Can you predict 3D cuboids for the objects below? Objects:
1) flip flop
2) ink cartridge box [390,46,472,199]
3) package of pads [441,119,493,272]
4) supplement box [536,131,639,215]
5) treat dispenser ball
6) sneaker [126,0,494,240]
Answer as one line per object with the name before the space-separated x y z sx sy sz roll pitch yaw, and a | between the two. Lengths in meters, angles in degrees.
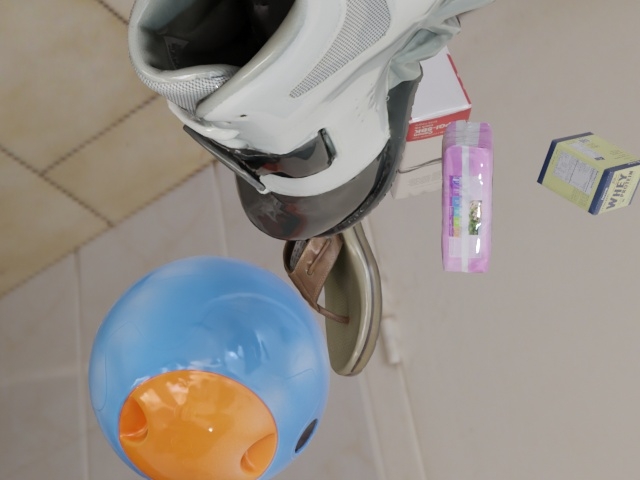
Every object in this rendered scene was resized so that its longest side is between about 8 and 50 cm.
flip flop | 0.000 0.000 1.298 0.080 0.277 0.112 -9 -176 -21
ink cartridge box | 0.076 -0.109 1.083 0.056 0.099 0.135 -16 156 -10
package of pads | 0.089 -0.027 0.782 0.032 0.050 0.083 2 114 10
supplement box | 0.311 -0.078 1.484 0.083 0.083 0.056 -15 130 -45
treat dispenser ball | -0.132 0.160 1.554 0.288 0.288 0.288 -6 140 -5
sneaker | -0.027 -0.089 0.602 0.146 0.122 0.330 -18 159 -22
